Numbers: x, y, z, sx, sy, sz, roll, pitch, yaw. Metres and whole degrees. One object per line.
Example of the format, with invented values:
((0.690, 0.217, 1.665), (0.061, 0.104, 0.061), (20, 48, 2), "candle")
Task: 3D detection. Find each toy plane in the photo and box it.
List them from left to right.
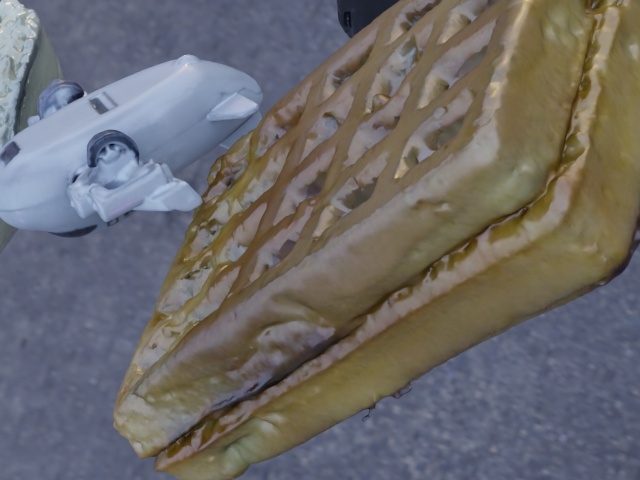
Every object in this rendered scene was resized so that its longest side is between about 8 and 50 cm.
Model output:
((-0.112, -0.054, 1.045), (0.174, 0.080, 0.174), (-13, 29, 8), "toy plane")

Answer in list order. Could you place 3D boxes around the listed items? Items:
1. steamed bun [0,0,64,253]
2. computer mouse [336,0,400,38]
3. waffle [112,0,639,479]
((-0.370, -0.094, 1.775), (0.272, 0.273, 0.290), (2, 54, 33), "steamed bun")
((0.125, -0.240, 1.321), (0.269, 0.170, 0.100), (-31, 59, 7), "computer mouse")
((0.029, -0.019, 0.885), (0.327, 0.098, 0.224), (-33, 25, 43), "waffle")
